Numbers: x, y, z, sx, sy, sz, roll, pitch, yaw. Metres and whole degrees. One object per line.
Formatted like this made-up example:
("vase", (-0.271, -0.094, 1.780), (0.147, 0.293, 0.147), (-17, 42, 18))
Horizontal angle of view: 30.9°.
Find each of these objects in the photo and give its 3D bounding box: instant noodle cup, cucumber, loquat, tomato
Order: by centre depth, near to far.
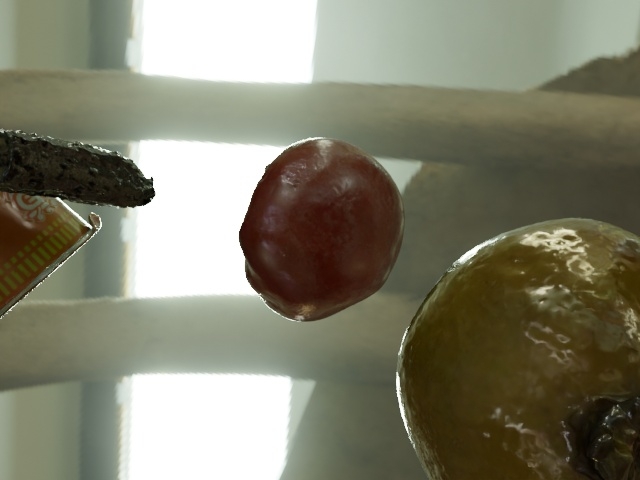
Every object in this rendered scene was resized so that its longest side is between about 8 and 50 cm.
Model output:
("loquat", (0.147, 0.094, 0.645), (0.246, 0.214, 0.213), (-40, -35, -86))
("cucumber", (-0.193, -0.053, 0.892), (0.181, 0.053, 0.053), (10, -85, -50))
("instant noodle cup", (-0.309, -0.025, 0.982), (0.185, 0.168, 0.168), (49, -121, -9))
("tomato", (0.000, 0.000, 1.114), (0.187, 0.151, 0.187), (21, -90, -89))
